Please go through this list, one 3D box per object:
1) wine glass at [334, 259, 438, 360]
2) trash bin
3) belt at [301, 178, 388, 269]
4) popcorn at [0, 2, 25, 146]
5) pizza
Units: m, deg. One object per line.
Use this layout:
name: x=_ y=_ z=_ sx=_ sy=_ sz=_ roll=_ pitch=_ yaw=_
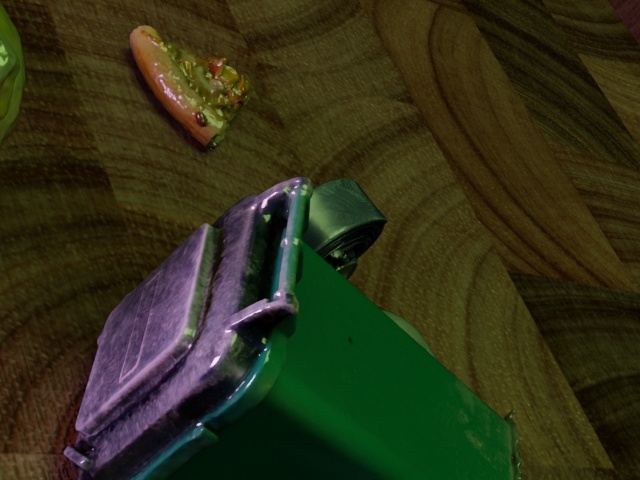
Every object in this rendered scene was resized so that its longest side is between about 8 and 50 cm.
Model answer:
wine glass: x=0.071 y=0.125 z=1.482 sx=0.202 sy=0.093 sz=0.093 roll=49 pitch=32 yaw=12
trash bin: x=0.001 y=0.162 z=1.194 sx=0.381 sy=0.295 sz=0.259 roll=35 pitch=32 yaw=-22
belt: x=0.000 y=0.000 z=1.509 sx=0.082 sy=0.141 sz=0.190 roll=52 pitch=30 yaw=13
popcorn: x=-0.405 y=-0.149 z=1.131 sx=0.312 sy=0.312 sz=0.312 roll=28 pitch=34 yaw=-21
pizza: x=-0.147 y=-0.193 z=1.659 sx=0.161 sy=0.062 sz=0.182 roll=5 pitch=46 yaw=-47
